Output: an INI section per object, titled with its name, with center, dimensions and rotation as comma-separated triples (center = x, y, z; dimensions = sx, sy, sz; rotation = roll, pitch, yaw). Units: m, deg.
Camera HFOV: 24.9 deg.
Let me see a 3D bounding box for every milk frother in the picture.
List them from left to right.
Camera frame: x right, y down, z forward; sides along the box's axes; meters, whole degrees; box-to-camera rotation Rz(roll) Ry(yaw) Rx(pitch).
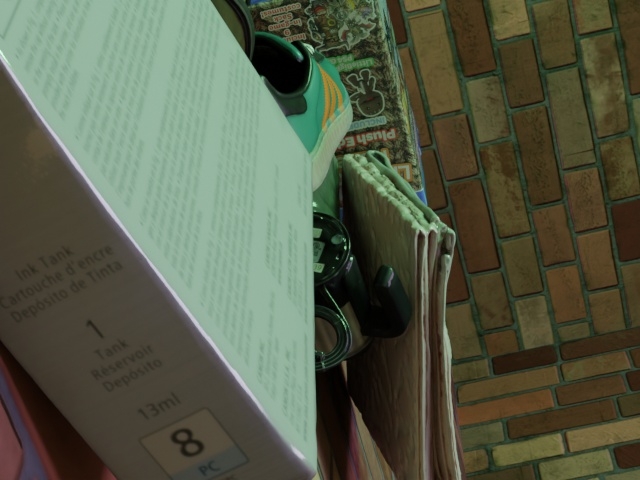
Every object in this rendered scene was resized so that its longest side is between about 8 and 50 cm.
[milk frother]
center = 0.000, 0.074, 1.329
dimensions = 0.143, 0.129, 0.134
rotation = -52, 148, -20

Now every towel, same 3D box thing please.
[towel]
center = 0.081, 0.089, 1.526
dimensions = 0.332, 0.053, 0.317
rotation = -123, -150, -70

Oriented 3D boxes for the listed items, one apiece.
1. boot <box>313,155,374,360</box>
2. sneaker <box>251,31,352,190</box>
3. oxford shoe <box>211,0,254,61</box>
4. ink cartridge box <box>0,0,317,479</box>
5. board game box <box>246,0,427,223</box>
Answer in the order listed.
[boot]
center = 0.002, 0.000, 1.560
dimensions = 0.208, 0.076, 0.189
rotation = -104, 180, -57
[sneaker]
center = -0.035, -0.140, 1.301
dimensions = 0.302, 0.108, 0.121
rotation = -83, 164, -66
[oxford shoe]
center = -0.102, -0.147, 0.985
dimensions = 0.227, 0.083, 0.096
rotation = 66, 35, -65
[ink cartridge box]
center = -0.131, -0.091, 0.707
dimensions = 0.385, 0.091, 0.308
rotation = 55, 18, -27
[board game box]
center = 0.022, -0.196, 1.712
dimensions = 0.232, 0.141, 0.291
rotation = -89, 165, -62
